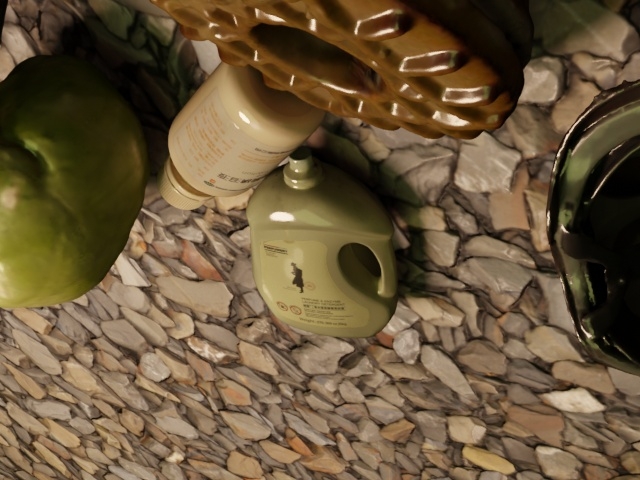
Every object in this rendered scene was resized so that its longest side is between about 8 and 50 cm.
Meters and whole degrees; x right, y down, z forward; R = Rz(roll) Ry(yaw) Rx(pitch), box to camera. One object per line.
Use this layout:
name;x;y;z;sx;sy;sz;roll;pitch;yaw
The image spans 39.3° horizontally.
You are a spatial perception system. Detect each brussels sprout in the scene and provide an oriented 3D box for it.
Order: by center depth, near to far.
brussels sprout;-0.332;-0.059;1.031;0.242;0.274;0.316;23;148;-25

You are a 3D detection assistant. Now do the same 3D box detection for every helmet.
helmet;0.304;-0.037;0.705;0.225;0.177;0.305;4;125;22

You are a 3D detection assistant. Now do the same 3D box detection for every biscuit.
biscuit;0.010;-0.179;0.701;0.332;0.103;0.332;22;176;1

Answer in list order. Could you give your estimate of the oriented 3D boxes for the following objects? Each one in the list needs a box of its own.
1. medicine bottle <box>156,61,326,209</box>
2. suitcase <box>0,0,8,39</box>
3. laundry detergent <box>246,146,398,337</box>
medicine bottle;-0.099;-0.108;0.949;0.114;0.114;0.252;41;143;-12
suitcase;-0.422;-0.250;0.845;0.229;0.152;0.335;15;96;19
laundry detergent;0.000;0.000;1.019;0.181;0.091;0.253;12;138;22
